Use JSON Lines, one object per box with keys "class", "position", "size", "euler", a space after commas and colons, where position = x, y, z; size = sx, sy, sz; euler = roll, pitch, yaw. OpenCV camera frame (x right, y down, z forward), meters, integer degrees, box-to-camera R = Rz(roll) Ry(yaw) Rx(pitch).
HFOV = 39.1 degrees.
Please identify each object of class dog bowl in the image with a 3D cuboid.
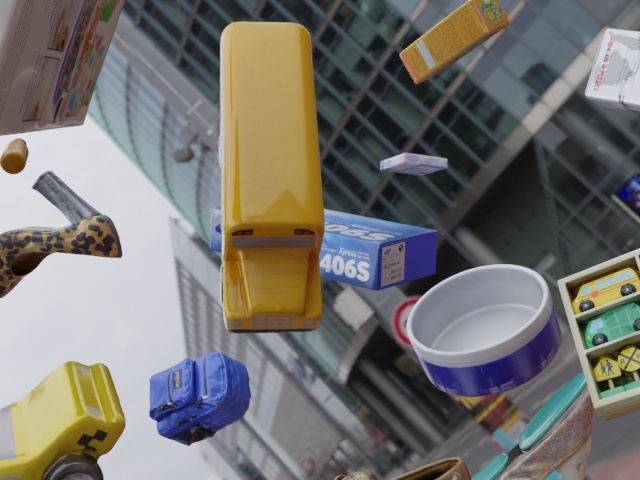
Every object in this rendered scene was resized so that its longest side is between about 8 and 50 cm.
{"class": "dog bowl", "position": [0.298, 0.160, 1.644], "size": [0.264, 0.104, 0.265], "euler": [-20, 27, 10]}

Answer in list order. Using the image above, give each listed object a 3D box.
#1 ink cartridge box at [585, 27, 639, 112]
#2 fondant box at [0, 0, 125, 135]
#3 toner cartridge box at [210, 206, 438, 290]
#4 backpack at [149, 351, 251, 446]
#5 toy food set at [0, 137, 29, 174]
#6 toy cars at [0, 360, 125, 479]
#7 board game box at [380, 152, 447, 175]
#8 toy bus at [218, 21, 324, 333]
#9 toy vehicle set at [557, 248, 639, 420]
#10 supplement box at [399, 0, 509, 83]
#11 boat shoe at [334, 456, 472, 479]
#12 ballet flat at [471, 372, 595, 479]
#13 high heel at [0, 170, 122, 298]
{"class": "ink cartridge box", "position": [0.484, -0.245, 1.331], "size": [0.063, 0.150, 0.109], "euler": [12, -84, -47]}
{"class": "fondant box", "position": [-0.224, -0.212, 0.702], "size": [0.330, 0.096, 0.238], "euler": [-102, 33, -82]}
{"class": "toner cartridge box", "position": [0.000, 0.000, 1.459], "size": [0.165, 0.347, 0.075], "euler": [-10, -73, -51]}
{"class": "backpack", "position": [-0.156, 0.201, 1.164], "size": [0.120, 0.098, 0.101], "euler": [-24, -34, 22]}
{"class": "toy food set", "position": [-0.592, -0.120, 1.448], "size": [0.232, 0.111, 0.104], "euler": [-28, 24, 1]}
{"class": "toy cars", "position": [-0.280, 0.200, 0.650], "size": [0.393, 0.087, 0.176], "euler": [-31, 38, 40]}
{"class": "board game box", "position": [0.169, -0.138, 1.641], "size": [0.090, 0.020, 0.090], "euler": [5, -9, -24]}
{"class": "toy bus", "position": [-0.056, -0.070, 0.988], "size": [0.108, 0.333, 0.130], "euler": [0, -29, -8]}
{"class": "toy vehicle set", "position": [0.393, 0.066, 0.927], "size": [0.266, 0.166, 0.035], "euler": [-24, -44, 20]}
{"class": "supplement box", "position": [0.263, -0.401, 1.793], "size": [0.078, 0.080, 0.233], "euler": [-29, -2, -35]}
{"class": "boat shoe", "position": [0.039, 0.324, 1.030], "size": [0.324, 0.120, 0.122], "euler": [-9, -1, -25]}
{"class": "ballet flat", "position": [0.309, 0.324, 1.284], "size": [0.316, 0.106, 0.107], "euler": [-48, -2, 14]}
{"class": "high heel", "position": [-0.437, 0.041, 1.469], "size": [0.261, 0.186, 0.093], "euler": [-55, -13, 23]}
